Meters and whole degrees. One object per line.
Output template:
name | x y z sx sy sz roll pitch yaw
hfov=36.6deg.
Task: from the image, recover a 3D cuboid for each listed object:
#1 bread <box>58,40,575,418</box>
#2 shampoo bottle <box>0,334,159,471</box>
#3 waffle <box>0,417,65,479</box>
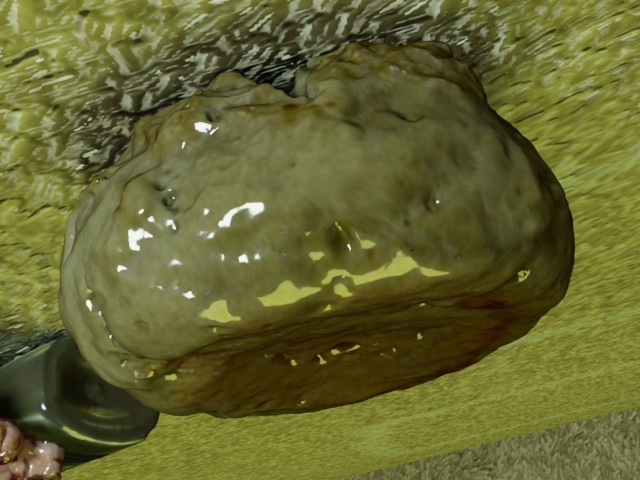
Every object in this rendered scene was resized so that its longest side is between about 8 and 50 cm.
bread | 0.000 0.000 0.442 0.229 0.123 0.230 -9 156 -4
shampoo bottle | -0.279 0.169 0.805 0.125 0.084 0.350 20 144 -41
waffle | -0.295 0.160 0.689 0.221 0.056 0.234 23 137 -13
